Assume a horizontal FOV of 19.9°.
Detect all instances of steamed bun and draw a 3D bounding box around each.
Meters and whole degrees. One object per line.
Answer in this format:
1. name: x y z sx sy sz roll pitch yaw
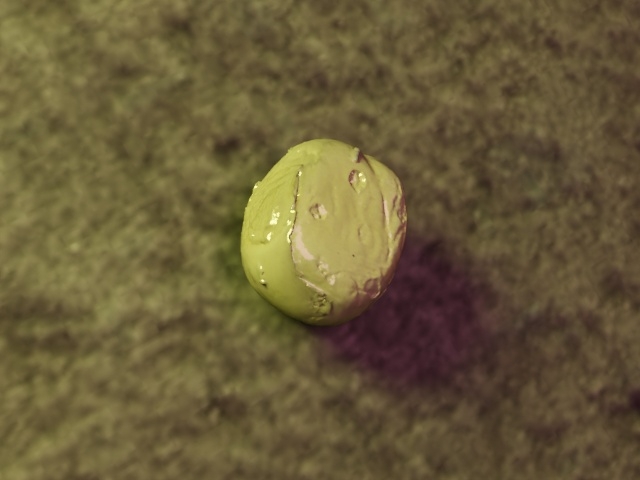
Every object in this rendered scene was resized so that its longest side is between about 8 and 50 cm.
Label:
1. steamed bun: 0.000 0.000 1.281 0.112 0.091 0.130 28 62 -25
